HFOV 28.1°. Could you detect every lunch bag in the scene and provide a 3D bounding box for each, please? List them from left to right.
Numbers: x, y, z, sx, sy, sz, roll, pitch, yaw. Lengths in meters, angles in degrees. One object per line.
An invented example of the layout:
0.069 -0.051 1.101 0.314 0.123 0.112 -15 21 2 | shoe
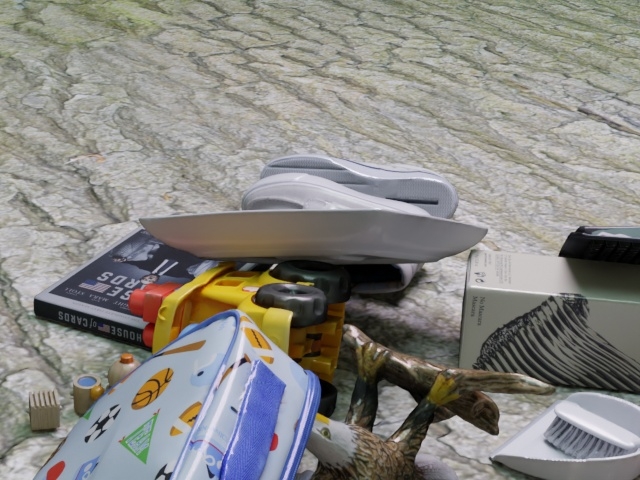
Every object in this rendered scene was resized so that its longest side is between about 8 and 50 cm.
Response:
-0.117 0.192 0.853 0.243 0.115 0.303 -34 20 29 | lunch bag

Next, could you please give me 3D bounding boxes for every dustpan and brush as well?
0.282 0.189 1.185 0.211 0.060 0.147 21 31 34 | dustpan and brush

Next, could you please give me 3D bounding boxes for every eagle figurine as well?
0.015 0.212 1.020 0.226 0.225 0.298 -25 33 59 | eagle figurine

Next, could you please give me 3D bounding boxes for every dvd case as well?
-0.186 0.047 1.473 0.179 0.029 0.239 13 27 22 | dvd case

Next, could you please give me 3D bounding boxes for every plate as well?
0.000 0.000 1.327 0.278 0.045 0.277 -2 -5 28 | plate

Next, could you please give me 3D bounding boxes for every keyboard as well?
0.364 0.018 1.402 0.202 0.033 0.317 -1 -7 8 | keyboard

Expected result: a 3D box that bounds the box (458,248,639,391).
0.286 0.087 1.343 0.275 0.113 0.094 4 25 7 | box

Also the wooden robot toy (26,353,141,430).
-0.192 0.139 1.225 0.173 0.079 0.076 2 26 -1 | wooden robot toy

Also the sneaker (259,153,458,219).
0.051 -0.061 1.674 0.258 0.094 0.091 10 8 5 | sneaker

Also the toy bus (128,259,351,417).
-0.088 0.091 1.207 0.212 0.149 0.220 11 12 11 | toy bus

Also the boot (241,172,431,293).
0.004 -0.007 1.531 0.258 0.095 0.123 10 31 21 | boot
